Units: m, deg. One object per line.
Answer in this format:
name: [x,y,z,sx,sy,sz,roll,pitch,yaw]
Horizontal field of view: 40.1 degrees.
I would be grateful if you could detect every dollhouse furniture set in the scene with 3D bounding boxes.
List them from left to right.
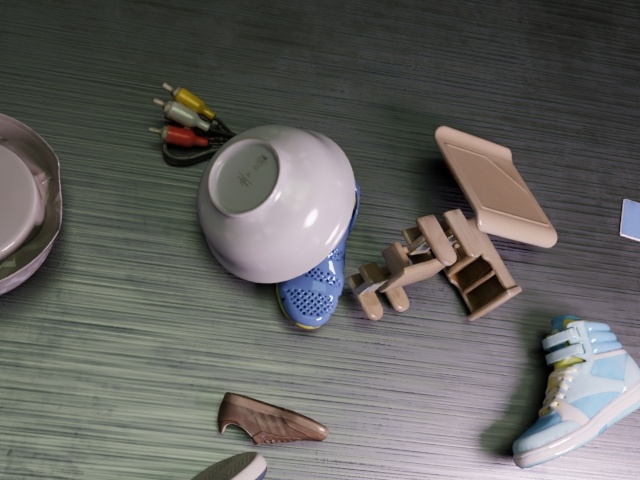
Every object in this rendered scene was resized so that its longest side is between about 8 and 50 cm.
dollhouse furniture set: [0.213,0.066,1.541,0.242,0.212,0.161,-13,69,-44]

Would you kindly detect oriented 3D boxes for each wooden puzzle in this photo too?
wooden puzzle: [0.323,-0.096,1.645,0.220,0.044,0.239,12,46,-37]

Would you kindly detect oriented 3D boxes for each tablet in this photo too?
tablet: [0.633,-0.041,1.770,0.054,0.006,0.083,16,67,-4]

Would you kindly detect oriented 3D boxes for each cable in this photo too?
cable: [-0.179,-0.190,1.632,0.287,0.072,0.140,16,73,-5]

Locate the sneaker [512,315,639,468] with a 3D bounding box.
sneaker: [0.425,0.256,1.557,0.319,0.127,0.208,-24,77,-28]

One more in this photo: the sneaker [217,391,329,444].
sneaker: [-0.081,0.315,1.475,0.188,0.066,0.071,19,84,2]

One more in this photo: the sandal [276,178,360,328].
sandal: [0.000,0.000,1.562,0.126,0.138,0.318,13,69,-8]

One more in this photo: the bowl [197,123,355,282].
bowl: [-0.101,-0.085,1.500,0.297,0.134,0.298,-8,69,22]

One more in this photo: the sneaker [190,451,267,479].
sneaker: [-0.192,0.487,1.360,0.350,0.131,0.148,-42,104,-28]

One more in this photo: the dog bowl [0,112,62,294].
dog bowl: [-0.600,-0.052,1.461,0.348,0.102,0.349,6,61,-11]
